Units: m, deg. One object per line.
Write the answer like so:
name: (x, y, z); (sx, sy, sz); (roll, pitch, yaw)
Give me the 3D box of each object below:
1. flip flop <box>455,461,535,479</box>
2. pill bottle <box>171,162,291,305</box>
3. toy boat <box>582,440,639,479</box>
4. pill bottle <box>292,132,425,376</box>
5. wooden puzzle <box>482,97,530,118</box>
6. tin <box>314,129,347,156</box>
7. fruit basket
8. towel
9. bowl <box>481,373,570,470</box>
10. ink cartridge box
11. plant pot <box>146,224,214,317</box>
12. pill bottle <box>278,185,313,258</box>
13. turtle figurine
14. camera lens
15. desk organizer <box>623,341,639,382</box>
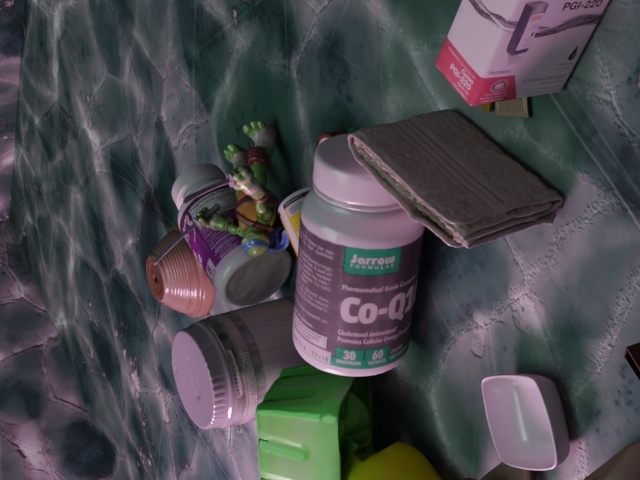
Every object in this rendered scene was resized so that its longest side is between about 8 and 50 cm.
flip flop: (0.212, 0.418, 1.593); (0.277, 0.080, 0.112); (-33, 39, 25)
pill bottle: (-0.198, -0.021, 2.168); (0.301, 0.169, 0.169); (55, 144, 35)
toy boat: (0.393, 0.373, 1.329); (0.151, 0.151, 0.231); (45, 142, 13)
pill bottle: (0.063, 0.023, 1.688); (0.204, 0.204, 0.361); (40, 135, 47)
wooden puzzle: (0.265, -0.206, 1.434); (0.116, 0.014, 0.079); (25, 127, 55)
tin: (0.045, -0.113, 1.839); (0.190, 0.040, 0.106); (57, 150, 32)
fruit basket: (0.079, 0.414, 1.843); (0.392, 0.283, 0.392); (5, 110, 15)
towel: (0.185, -0.091, 1.445); (0.282, 0.187, 0.049); (50, 145, 42)
bowl: (0.306, 0.259, 1.508); (0.142, 0.053, 0.142); (-14, 88, 61)
ink cartridge box: (0.257, -0.281, 1.264); (0.092, 0.158, 0.218); (58, 146, 33)
plant pot: (-0.361, 0.082, 2.564); (0.237, 0.109, 0.237); (32, 128, 53)
pill bottle: (0.000, 0.000, 1.894); (0.184, 0.103, 0.103); (66, 149, 19)
turtle figurine: (-0.181, -0.103, 1.998); (0.198, 0.274, 0.266); (89, -176, -53)
camera lens: (-0.130, 0.240, 2.043); (0.219, 0.274, 0.219); (31, 127, 52)
desk organizer: (0.418, 0.189, 1.282); (0.130, 0.050, 0.047); (63, 148, 24)
